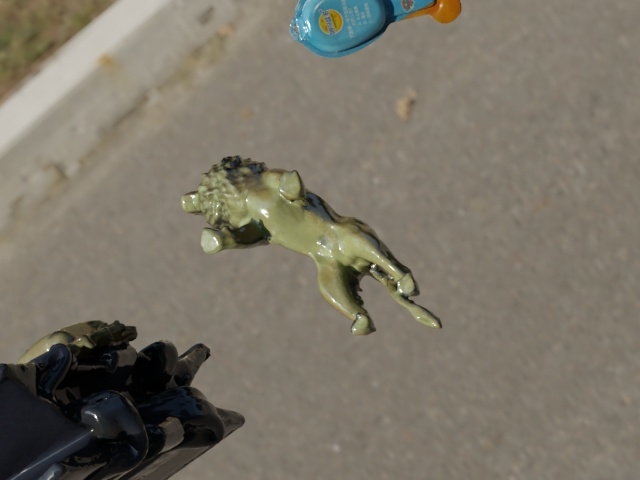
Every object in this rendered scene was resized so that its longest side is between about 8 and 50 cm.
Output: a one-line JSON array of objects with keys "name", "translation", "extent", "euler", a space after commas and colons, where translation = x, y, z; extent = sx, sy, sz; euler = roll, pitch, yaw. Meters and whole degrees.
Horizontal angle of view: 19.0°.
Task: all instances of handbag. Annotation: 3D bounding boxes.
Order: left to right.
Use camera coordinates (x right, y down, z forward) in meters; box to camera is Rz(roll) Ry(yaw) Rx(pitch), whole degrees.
[{"name": "handbag", "translation": [-0.228, 0.168, 1.246], "extent": [0.329, 0.122, 0.303], "euler": [-34, -9, 16]}]

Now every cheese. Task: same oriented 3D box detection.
[{"name": "cheese", "translation": [0.034, -0.145, 1.201], "extent": [0.111, 0.047, 0.017], "euler": [-14, 7, -8]}]

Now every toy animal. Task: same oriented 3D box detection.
[{"name": "toy animal", "translation": [-0.009, -0.002, 1.108], "extent": [0.220, 0.086, 0.069], "euler": [35, 102, 39]}]
